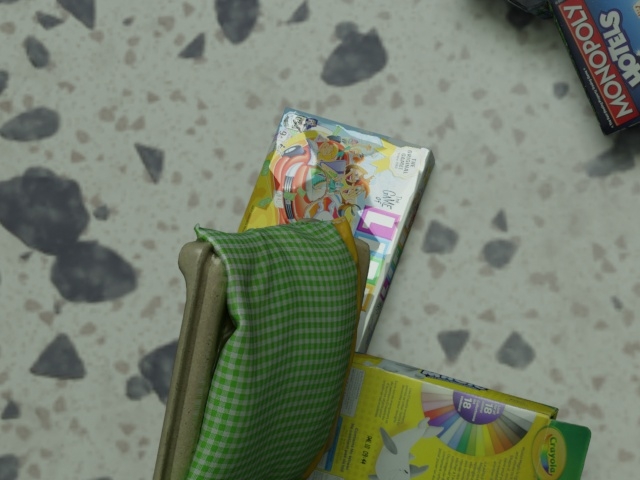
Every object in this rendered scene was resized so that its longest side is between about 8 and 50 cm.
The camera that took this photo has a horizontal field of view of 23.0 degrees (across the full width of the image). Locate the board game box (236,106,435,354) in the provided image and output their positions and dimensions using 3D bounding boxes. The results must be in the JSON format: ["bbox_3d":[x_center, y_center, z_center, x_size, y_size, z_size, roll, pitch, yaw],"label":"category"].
[{"bbox_3d":[0.000,0.000,1.015,0.103,0.026,0.154,17,78,15],"label":"board game box"}]

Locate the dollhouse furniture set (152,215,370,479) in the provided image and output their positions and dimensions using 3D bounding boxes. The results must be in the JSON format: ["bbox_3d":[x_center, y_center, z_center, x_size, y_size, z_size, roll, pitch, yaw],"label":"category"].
[{"bbox_3d":[0.006,0.147,0.833,0.151,0.197,0.302,13,99,17],"label":"dollhouse furniture set"}]

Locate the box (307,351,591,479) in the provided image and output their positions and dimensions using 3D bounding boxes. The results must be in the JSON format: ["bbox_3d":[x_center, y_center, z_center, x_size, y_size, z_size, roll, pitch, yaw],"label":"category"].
[{"bbox_3d":[0.066,0.133,0.941,0.179,0.043,0.105,15,96,16],"label":"box"}]

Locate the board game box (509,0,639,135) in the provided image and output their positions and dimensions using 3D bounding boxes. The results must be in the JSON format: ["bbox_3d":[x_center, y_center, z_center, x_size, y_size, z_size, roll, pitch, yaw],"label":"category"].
[{"bbox_3d":[0.192,-0.172,0.997,0.194,0.060,0.194,-23,83,20],"label":"board game box"}]
